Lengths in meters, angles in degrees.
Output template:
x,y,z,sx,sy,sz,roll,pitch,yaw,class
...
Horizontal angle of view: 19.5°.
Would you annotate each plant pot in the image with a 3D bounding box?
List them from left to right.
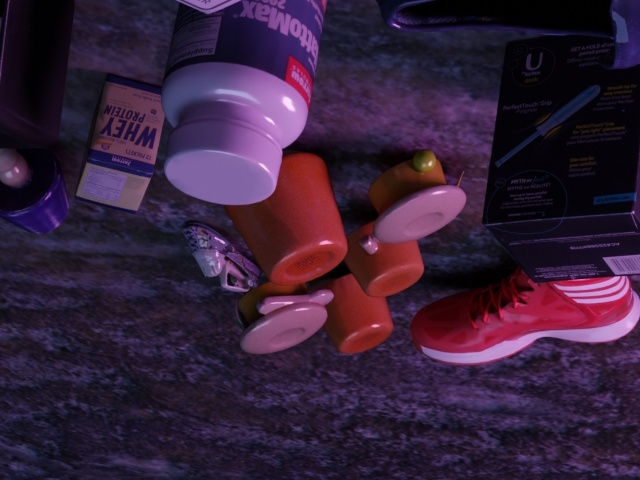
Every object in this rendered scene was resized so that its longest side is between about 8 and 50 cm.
x,y,z,sx,sy,sz,roll,pitch,yaw,class
-0.278,-0.151,1.379,0.187,0.188,0.167,0,164,18,plant pot

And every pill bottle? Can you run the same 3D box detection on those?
x,y,z,sx,sy,sz,roll,pitch,yaw,class
-0.058,-0.122,1.350,0.108,0.180,0.108,7,154,3,pill bottle

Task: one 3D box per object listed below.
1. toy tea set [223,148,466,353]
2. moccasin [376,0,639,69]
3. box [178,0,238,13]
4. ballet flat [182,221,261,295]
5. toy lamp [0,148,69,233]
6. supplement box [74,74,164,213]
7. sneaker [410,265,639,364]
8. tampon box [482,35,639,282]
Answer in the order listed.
x,y,z,sx,sy,sz,roll,pitch,yaw,class
0.000,0.000,1.700,0.200,0.124,0.336,-15,156,-18,toy tea set
0.204,-0.161,1.259,0.342,0.116,0.137,5,154,9,moccasin
-0.029,-0.247,1.166,0.290,0.087,0.169,-17,155,42,box
-0.096,0.023,1.814,0.041,0.041,0.114,-9,148,33,ballet flat
-0.289,-0.089,1.607,0.080,0.080,0.274,0,153,18,toy lamp
-0.169,-0.081,1.578,0.056,0.083,0.083,14,154,-10,supplement box
0.179,0.043,1.743,0.221,0.087,0.128,-12,140,14,sneaker
0.203,-0.064,1.405,0.120,0.161,0.101,-5,151,28,tampon box
